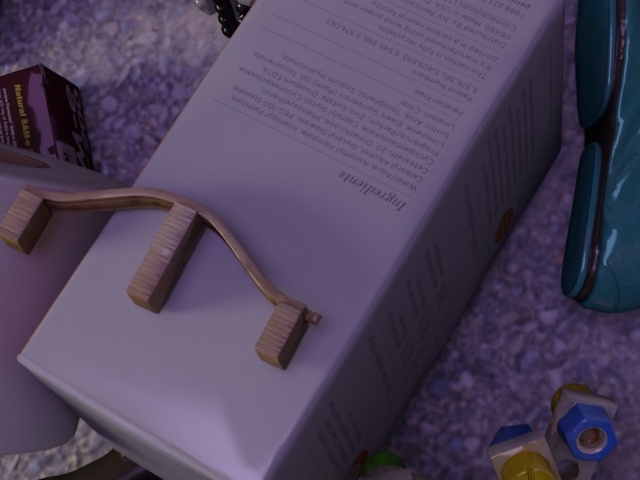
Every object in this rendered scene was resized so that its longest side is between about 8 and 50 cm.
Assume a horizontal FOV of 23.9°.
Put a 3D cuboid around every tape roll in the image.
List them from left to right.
[{"bbox_3d":[-0.256,0.018,0.967,0.246,0.246,0.169,16,95,17],"label":"tape roll"}]

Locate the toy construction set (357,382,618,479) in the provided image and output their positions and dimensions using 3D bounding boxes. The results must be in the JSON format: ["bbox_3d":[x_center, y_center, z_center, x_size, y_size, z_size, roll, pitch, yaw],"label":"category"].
[{"bbox_3d":[0.102,0.262,0.941,0.215,0.151,0.328,-11,99,-2],"label":"toy construction set"}]

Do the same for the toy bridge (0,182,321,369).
[{"bbox_3d":[-0.083,0.008,0.830,0.188,0.026,0.063,22,73,17],"label":"toy bridge"}]

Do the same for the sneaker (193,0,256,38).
[{"bbox_3d":[-0.096,-0.250,1.125,0.292,0.110,0.118,37,78,15],"label":"sneaker"}]

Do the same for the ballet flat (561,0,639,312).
[{"bbox_3d":[0.215,-0.071,1.024,0.087,0.083,0.247,6,81,-9],"label":"ballet flat"}]

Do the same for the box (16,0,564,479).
[{"bbox_3d":[0.000,0.000,0.952,0.168,0.215,0.345,27,74,17],"label":"box"}]

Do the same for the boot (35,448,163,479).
[{"bbox_3d":[-0.119,0.143,1.073,0.219,0.082,0.106,-10,65,6],"label":"boot"}]

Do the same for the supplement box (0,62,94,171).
[{"bbox_3d":[-0.293,-0.034,1.142,0.239,0.073,0.130,-14,79,12],"label":"supplement box"}]
